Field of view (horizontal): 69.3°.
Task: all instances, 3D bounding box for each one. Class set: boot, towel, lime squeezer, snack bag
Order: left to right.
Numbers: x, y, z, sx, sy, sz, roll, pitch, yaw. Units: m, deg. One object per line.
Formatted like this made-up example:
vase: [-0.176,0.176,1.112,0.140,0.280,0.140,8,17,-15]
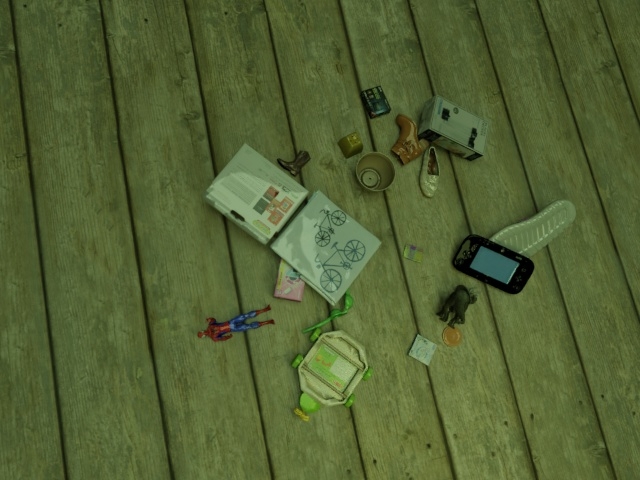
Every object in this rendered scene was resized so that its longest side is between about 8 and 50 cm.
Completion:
boot: [-0.106,-0.333,1.880,0.106,0.037,0.114,40,78,-13]
snack bag: [0.018,0.023,1.773,0.342,0.037,0.323,40,72,-3]
lime squeezer: [0.058,0.251,1.783,0.109,0.059,0.310,35,76,-1]
boot: [0.349,-0.427,1.958,0.152,0.073,0.197,-39,85,-10]
towel: [0.382,0.054,1.898,0.083,0.009,0.060,17,77,-5]

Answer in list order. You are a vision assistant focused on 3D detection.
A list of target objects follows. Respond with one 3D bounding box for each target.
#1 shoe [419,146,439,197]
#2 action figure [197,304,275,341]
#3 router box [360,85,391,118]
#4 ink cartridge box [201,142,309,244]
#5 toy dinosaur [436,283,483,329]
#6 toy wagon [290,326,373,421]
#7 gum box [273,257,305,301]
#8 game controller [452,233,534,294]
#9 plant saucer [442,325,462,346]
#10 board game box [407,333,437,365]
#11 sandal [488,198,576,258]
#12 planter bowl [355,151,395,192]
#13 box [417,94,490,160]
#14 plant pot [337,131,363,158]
shoe: [0.461,-0.290,1.953,0.076,0.058,0.219,5,78,-8]
action figure: [-0.309,0.303,1.675,0.280,0.139,0.092,-15,80,-9]
router box: [0.237,-0.593,1.987,0.092,0.038,0.123,-21,83,-13]
ink cartridge box: [-0.251,-0.163,1.776,0.309,0.130,0.272,38,77,0]
toy dinosaur: [0.525,0.246,1.786,0.120,0.313,0.161,25,99,23]
toy wagon: [0.019,0.503,1.720,0.267,0.068,0.344,37,76,-1]
gum box: [-0.111,0.133,1.774,0.107,0.062,0.189,11,77,-8]
game controller: [0.706,0.097,1.892,0.319,0.067,0.167,24,112,-4]
plant saucer: [0.529,0.384,1.855,0.083,0.013,0.084,2,78,-8]
board game box: [0.400,0.430,1.821,0.090,0.020,0.090,30,76,-2]
sandal: [0.871,-0.029,1.948,0.416,0.102,0.170,-28,103,3]
planter bowl: [0.211,-0.263,1.882,0.161,0.109,0.162,2,78,-9]
box: [0.567,-0.473,1.959,0.289,0.087,0.169,21,74,-19]
plant pot: [0.130,-0.401,1.909,0.081,0.083,0.081,-27,84,-14]
